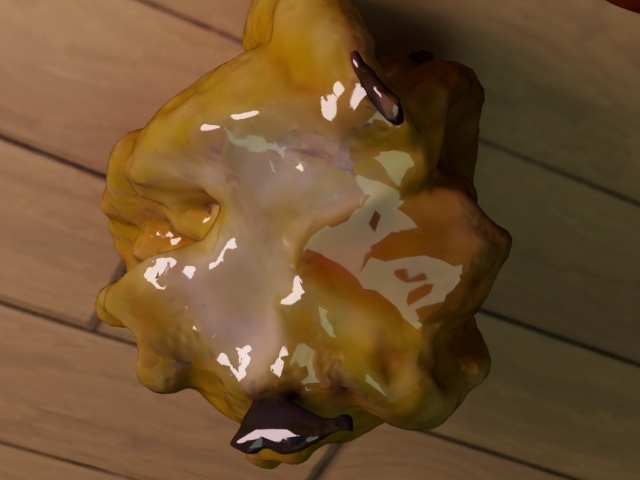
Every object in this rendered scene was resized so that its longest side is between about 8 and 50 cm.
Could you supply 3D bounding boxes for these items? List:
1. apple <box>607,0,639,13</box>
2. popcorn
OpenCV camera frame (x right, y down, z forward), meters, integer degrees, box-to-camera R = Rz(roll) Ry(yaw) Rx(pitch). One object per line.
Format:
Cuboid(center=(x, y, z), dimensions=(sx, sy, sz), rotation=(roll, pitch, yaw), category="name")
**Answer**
Cuboid(center=(0.222, -0.222, 0.985), dimensions=(0.147, 0.156, 0.158), rotation=(-15, 142, 22), category="apple")
Cuboid(center=(0.000, 0.000, 1.063), dimensions=(0.297, 0.281, 0.316), rotation=(43, 99, 2), category="popcorn")
